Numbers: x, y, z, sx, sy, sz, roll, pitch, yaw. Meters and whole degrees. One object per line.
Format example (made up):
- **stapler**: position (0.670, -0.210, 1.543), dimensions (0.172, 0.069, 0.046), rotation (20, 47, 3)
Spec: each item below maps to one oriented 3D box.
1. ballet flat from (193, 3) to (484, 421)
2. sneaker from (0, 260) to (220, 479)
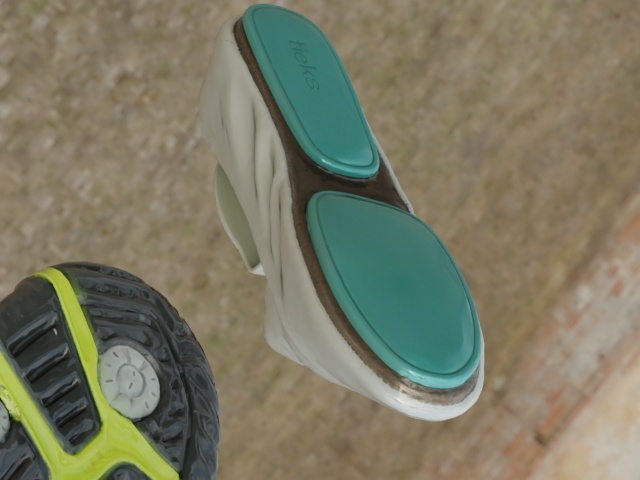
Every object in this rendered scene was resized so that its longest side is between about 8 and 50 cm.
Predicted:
- **ballet flat**: position (0.000, 0.000, 1.152), dimensions (0.139, 0.400, 0.139), rotation (-12, 136, -12)
- **sneaker**: position (-0.163, 0.172, 0.652), dimensions (0.147, 0.145, 0.385), rotation (-19, -141, 49)
